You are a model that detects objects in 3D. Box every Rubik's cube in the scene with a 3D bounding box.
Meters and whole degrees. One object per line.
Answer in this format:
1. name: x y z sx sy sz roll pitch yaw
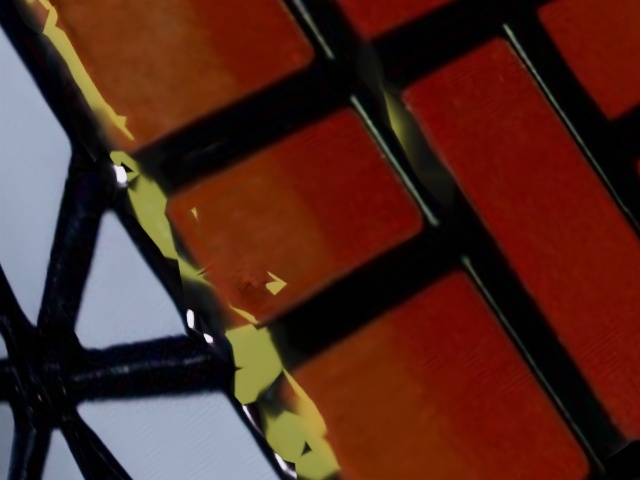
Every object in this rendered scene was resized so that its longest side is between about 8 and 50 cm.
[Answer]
1. Rubik's cube: 0.000 0.000 0.669 0.283 0.288 0.293 -27 81 -32
